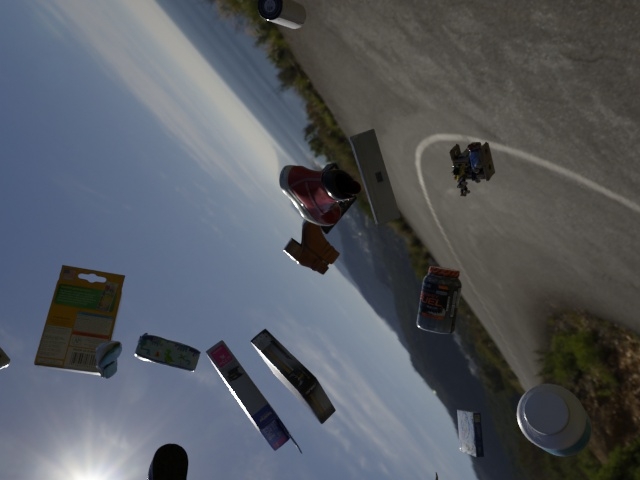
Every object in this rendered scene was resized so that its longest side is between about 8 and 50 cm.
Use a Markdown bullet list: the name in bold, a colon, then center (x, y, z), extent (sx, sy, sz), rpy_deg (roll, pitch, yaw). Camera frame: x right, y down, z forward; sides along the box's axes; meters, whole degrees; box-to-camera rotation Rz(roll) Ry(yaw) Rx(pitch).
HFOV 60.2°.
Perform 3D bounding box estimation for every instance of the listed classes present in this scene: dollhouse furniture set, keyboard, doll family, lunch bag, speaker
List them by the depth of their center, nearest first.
- **speaker**: center (-0.076, -0.469, 1.128), extent (0.055, 0.055, 0.136), rpy_deg (50, -157, 1)
- **keyboard**: center (0.149, -0.168, 1.492), extent (0.014, 0.072, 0.256), rpy_deg (-149, 38, -71)
- **doll family**: center (0.509, -0.247, 1.902), extent (0.076, 0.193, 0.111), rpy_deg (18, -130, -19)
- **lunch bag**: center (-0.536, 0.396, 1.937), extent (0.219, 0.090, 0.176), rpy_deg (18, 160, -10)
- **dollhouse furniture set**: center (0.588, -0.321, 2.058), extent (0.129, 0.184, 0.129), rpy_deg (4, 126, 41)

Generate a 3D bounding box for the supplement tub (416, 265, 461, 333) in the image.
- **supplement tub**: center (0.361, 0.177, 1.672), extent (0.117, 0.190, 0.117), rpy_deg (8, -178, 0)

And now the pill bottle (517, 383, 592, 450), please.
- **pill bottle**: center (0.550, 0.423, 1.301), extent (0.146, 0.146, 0.264), rpy_deg (52, -172, 36)

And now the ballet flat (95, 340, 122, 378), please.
- **ballet flat**: center (-0.470, 0.252, 1.202), extent (0.052, 0.057, 0.168), rpy_deg (46, 139, 12)

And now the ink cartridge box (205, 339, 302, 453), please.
- **ink cartridge box**: center (-0.170, 0.413, 1.408), extent (0.311, 0.065, 0.185), rpy_deg (43, 160, 31)

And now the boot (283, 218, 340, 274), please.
- **boot**: center (0.000, 0.000, 1.690), extent (0.152, 0.197, 0.073), rpy_deg (34, -161, -12)

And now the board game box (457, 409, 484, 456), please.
- **board game box**: center (0.326, 0.418, 1.203), extent (0.090, 0.020, 0.090), rpy_deg (126, 145, -74)

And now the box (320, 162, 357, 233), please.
- **box**: center (0.025, -0.157, 2.070), extent (0.051, 0.220, 0.175), rpy_deg (-3, 129, 49)

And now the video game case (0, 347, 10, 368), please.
- **video game case**: center (-0.759, 0.212, 1.092), extent (0.201, 0.023, 0.183), rpy_deg (43, -145, 13)

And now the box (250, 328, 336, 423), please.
- **box**: center (-0.073, 0.358, 1.462), extent (0.231, 0.056, 0.183), rpy_deg (36, 158, 41)

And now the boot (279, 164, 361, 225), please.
- **boot**: center (0.034, -0.096, 1.306), extent (0.176, 0.088, 0.244), rpy_deg (7, 161, 30)

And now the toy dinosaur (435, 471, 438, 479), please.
- **toy dinosaur**: center (0.277, 0.698, 1.426), extent (0.093, 0.183, 0.053), rpy_deg (34, 166, 22)

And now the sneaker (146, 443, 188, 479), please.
- **sneaker**: center (-0.365, 0.626, 1.269), extent (0.107, 0.124, 0.283), rpy_deg (17, -128, -20)

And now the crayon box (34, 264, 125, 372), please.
- **crayon box**: center (-0.767, 0.258, 1.786), extent (0.203, 0.322, 0.083), rpy_deg (11, 158, -14)
